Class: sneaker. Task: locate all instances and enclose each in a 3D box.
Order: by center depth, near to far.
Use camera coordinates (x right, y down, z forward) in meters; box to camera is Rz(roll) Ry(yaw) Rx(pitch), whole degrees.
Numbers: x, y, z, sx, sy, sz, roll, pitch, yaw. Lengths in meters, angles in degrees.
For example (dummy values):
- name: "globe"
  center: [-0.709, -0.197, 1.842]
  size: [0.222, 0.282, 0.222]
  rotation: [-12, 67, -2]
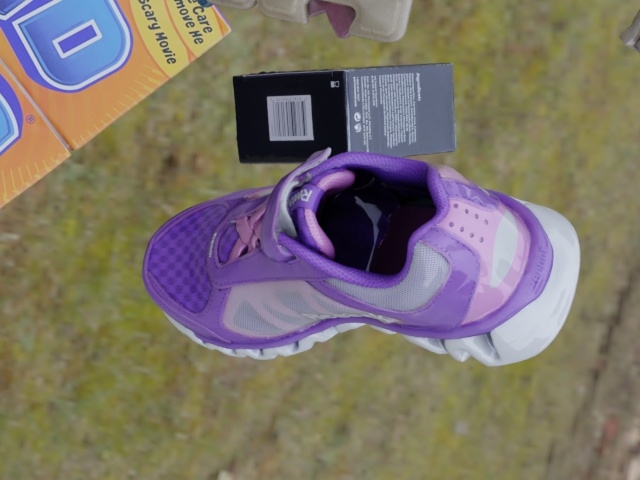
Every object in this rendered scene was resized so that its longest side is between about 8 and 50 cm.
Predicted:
- name: "sneaker"
  center: [0.000, 0.000, 0.902]
  size: [0.104, 0.236, 0.095]
  rotation: [33, 64, -48]

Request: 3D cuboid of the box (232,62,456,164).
- name: "box"
  center: [0.025, -0.125, 1.873]
  size: [0.158, 0.156, 0.093]
  rotation: [-10, 99, -45]

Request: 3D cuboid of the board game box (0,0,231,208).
- name: "board game box"
  center: [-0.354, -0.236, 1.767]
  size: [0.356, 0.356, 0.356]
  rotation: [-38, 105, -6]

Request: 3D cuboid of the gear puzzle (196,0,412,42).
- name: "gear puzzle"
  center: [0.000, -0.277, 0.949]
  size: [0.044, 0.175, 0.339]
  rotation: [-15, 117, -70]

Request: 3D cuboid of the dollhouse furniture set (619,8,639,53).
- name: "dollhouse furniture set"
  center: [0.284, -0.204, 1.385]
  size: [0.355, 0.303, 0.174]
  rotation: [-47, 142, 20]
